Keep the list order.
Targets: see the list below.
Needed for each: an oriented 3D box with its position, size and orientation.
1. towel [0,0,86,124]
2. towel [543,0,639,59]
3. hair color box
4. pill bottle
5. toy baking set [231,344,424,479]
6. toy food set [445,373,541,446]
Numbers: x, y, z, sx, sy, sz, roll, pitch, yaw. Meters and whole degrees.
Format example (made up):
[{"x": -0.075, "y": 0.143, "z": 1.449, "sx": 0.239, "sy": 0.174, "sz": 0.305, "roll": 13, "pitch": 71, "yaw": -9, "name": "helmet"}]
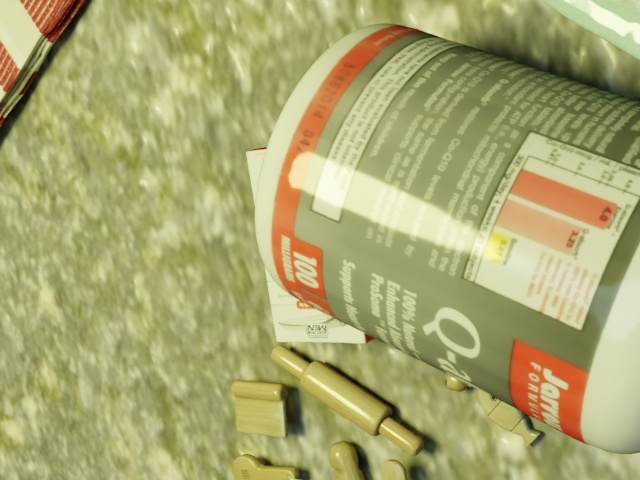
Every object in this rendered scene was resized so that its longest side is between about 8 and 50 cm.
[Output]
[{"x": -0.352, "y": -0.263, "z": 1.061, "sx": 0.329, "sy": 0.037, "sz": 0.237, "roll": -46, "pitch": 73, "yaw": 33, "name": "towel"}, {"x": 0.326, "y": -0.202, "z": 0.561, "sx": 0.374, "sy": 0.090, "sz": 0.320, "roll": 38, "pitch": 121, "yaw": 22, "name": "towel"}, {"x": 0.000, "y": 0.000, "z": 0.866, "sx": 0.093, "sy": 0.053, "sz": 0.167, "roll": -3, "pitch": 99, "yaw": 35, "name": "hair color box"}, {"x": 0.155, "y": 0.007, "z": 0.658, "sx": 0.363, "sy": 0.210, "sz": 0.210, "roll": 25, "pitch": 115, "yaw": 29, "name": "pill bottle"}, {"x": 0.017, "y": 0.214, "z": 0.927, "sx": 0.256, "sy": 0.030, "sz": 0.197, "roll": 26, "pitch": 119, "yaw": 28, "name": "toy baking set"}, {"x": 0.132, "y": 0.102, "z": 0.818, "sx": 0.122, "sy": 0.019, "sz": 0.078, "roll": 37, "pitch": 121, "yaw": 22, "name": "toy food set"}]
